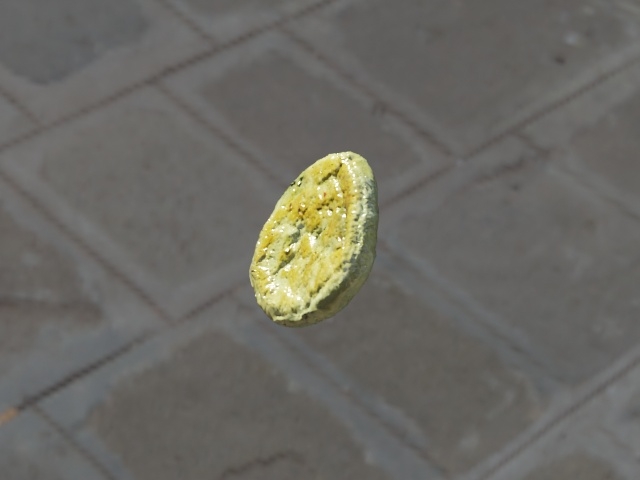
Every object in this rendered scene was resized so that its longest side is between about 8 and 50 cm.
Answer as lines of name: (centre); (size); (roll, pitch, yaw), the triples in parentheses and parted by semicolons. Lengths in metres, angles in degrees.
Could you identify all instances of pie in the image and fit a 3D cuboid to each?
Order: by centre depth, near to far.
pie: (-0.001, 0.000, 0.803); (0.021, 0.084, 0.084); (24, 33, -34)
